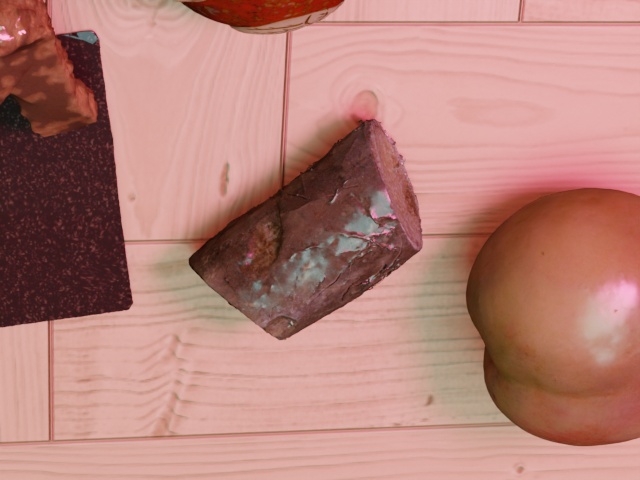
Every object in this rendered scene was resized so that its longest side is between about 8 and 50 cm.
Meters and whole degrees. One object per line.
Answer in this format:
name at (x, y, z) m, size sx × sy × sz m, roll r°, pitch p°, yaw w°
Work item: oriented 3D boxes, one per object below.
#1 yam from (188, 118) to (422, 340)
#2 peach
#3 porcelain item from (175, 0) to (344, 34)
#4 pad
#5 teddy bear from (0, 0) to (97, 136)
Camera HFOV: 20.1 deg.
yam at (0.000, 0.000, 1.933) m, size 0.254 × 0.154 × 0.154 m, roll -37°, pitch 116°, yaw 6°
peach at (0.306, 0.084, 1.968) m, size 0.292 × 0.247 × 0.292 m, roll 4°, pitch 110°, yaw 12°
porcelain item at (-0.043, -0.304, 1.728) m, size 0.253 × 0.253 × 0.253 m, roll -4°, pitch 116°, yaw -9°
pad at (-0.324, -0.056, 1.919) m, size 0.220 × 0.004 × 0.330 m, roll -7°, pitch 116°, yaw -7°
teddy bear at (-0.353, -0.226, 1.763) m, size 0.246 × 0.222 × 0.296 m, roll -21°, pitch 159°, yaw -7°
